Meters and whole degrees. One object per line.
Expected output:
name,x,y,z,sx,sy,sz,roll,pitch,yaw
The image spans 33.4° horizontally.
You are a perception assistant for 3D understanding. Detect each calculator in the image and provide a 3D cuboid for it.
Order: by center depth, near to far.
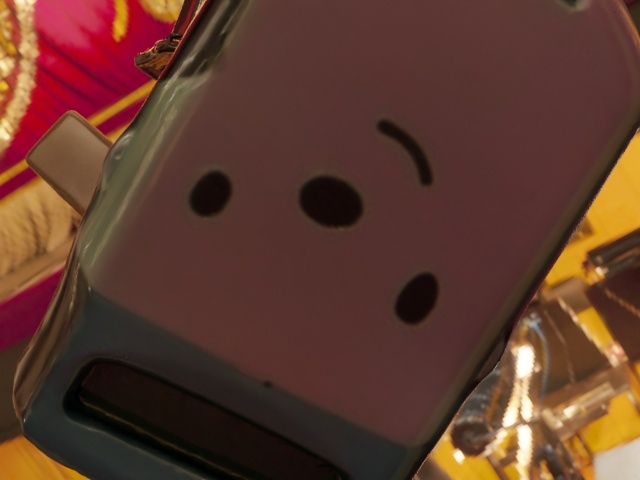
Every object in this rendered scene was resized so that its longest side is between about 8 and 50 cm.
calculator,0.000,0.000,0.410,0.293,0.173,0.051,-60,14,12

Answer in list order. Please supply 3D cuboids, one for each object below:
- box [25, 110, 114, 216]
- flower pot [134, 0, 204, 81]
box,-0.128,-0.029,0.661,0.048,0.115,0.025,-49,-12,-8
flower pot,-0.006,-0.129,0.745,0.178,0.084,0.251,6,-8,17
